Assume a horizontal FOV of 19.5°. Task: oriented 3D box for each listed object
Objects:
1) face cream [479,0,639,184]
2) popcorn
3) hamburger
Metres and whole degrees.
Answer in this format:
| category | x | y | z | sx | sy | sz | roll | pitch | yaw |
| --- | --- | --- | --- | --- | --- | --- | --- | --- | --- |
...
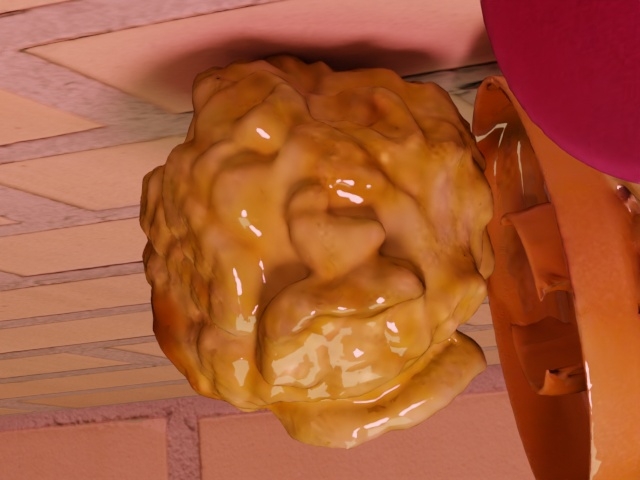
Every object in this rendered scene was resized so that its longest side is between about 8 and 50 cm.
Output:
| category | x | y | z | sx | sy | sz | roll | pitch | yaw |
| --- | --- | --- | --- | --- | --- | --- | --- | --- | --- |
| face cream | 0.176 | -0.093 | 0.615 | 0.195 | 0.175 | 0.175 | 8 | 165 | -42 |
| popcorn | -0.001 | 0.010 | 1.005 | 0.181 | 0.216 | 0.235 | -5 | -149 | -22 |
| hamburger | 0.208 | 0.016 | 0.976 | 0.212 | 0.274 | 0.274 | -10 | 170 | -5 |
